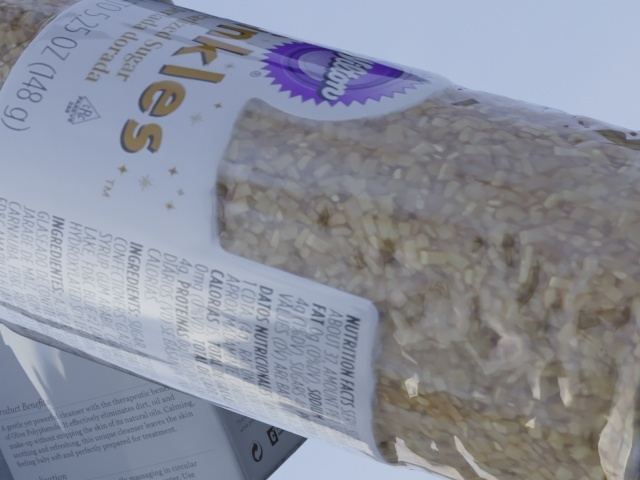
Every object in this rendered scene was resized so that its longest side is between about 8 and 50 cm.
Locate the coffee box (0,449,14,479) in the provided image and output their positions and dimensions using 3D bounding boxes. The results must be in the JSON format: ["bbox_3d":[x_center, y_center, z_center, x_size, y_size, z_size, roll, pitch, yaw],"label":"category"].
[{"bbox_3d":[-0.381,0.234,1.371,0.337,0.338,0.334,-16,-1,-35],"label":"coffee box"}]

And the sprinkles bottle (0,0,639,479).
[{"bbox_3d":[0.000,0.000,0.530,0.121,0.355,0.121,-44,-37,-47],"label":"sprinkles bottle"}]

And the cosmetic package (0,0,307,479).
[{"bbox_3d":[-0.158,0.000,1.221,0.197,0.365,0.155,-14,12,30],"label":"cosmetic package"}]
